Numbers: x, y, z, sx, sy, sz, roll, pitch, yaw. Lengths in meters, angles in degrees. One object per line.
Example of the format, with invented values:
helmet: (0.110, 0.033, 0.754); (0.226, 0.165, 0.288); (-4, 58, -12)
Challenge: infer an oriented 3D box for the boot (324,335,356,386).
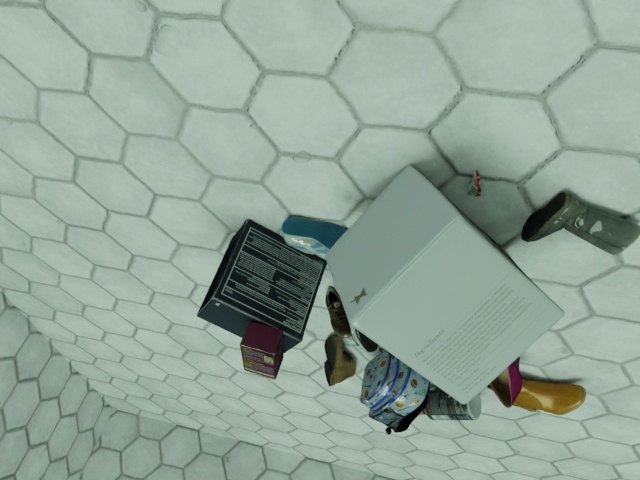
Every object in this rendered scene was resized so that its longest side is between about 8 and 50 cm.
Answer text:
boot: (0.081, 0.463, 2.278); (0.115, 0.112, 0.305); (-11, 140, -10)

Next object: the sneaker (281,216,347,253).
sneaker: (0.000, 0.000, 1.686); (0.229, 0.087, 0.092); (19, 152, 12)

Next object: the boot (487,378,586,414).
boot: (0.748, 0.529, 2.030); (0.211, 0.104, 0.295); (30, 147, -16)

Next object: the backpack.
backpack: (0.282, 0.522, 2.124); (0.213, 0.276, 0.263); (32, 130, -20)

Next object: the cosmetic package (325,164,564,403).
cosmetic package: (0.277, 0.102, 1.376); (0.394, 0.329, 0.327); (37, 104, -24)

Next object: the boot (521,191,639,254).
boot: (0.622, -0.021, 1.391); (0.208, 0.076, 0.189); (20, 147, -14)

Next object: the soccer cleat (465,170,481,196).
soccer cleat: (0.364, -0.134, 1.379); (0.036, 0.029, 0.083); (0, 146, 17)

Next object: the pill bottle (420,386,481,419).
pill bottle: (0.493, 0.640, 2.271); (0.246, 0.130, 0.130); (-13, 134, 37)

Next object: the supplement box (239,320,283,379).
supplement box: (-0.167, 0.320, 1.673); (0.104, 0.080, 0.188); (15, 146, 7)

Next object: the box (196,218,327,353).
box: (-0.176, 0.148, 1.773); (0.296, 0.294, 0.183); (29, 143, -13)

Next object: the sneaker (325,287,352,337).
sneaker: (0.054, 0.236, 1.895); (0.066, 0.188, 0.071); (-22, 133, -6)

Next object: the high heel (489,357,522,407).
high heel: (0.543, 0.378, 1.851); (0.127, 0.181, 0.377); (-22, 129, 43)

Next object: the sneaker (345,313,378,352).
sneaker: (0.153, 0.228, 1.827); (0.124, 0.107, 0.283); (-11, 109, 26)

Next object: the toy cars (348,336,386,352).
toy cars: (0.235, 0.284, 1.955); (0.176, 0.087, 0.394); (42, 144, -11)
